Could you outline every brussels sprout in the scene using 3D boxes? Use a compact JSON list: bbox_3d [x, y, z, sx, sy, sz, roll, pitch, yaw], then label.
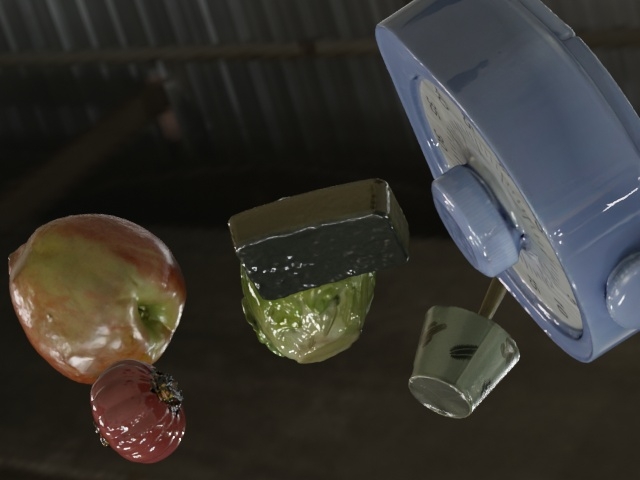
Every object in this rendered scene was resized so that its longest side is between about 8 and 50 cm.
[{"bbox_3d":[-0.020,0.053,2.654,0.244,0.244,0.244,-14,-155,7],"label":"brussels sprout"}]

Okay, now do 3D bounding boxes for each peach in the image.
[{"bbox_3d":[-0.321,0.070,2.534,0.256,0.232,0.232,17,-141,28],"label":"peach"}]

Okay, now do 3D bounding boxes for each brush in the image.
[{"bbox_3d":[0.000,0.000,2.148,0.197,0.123,0.059,-15,-128,11],"label":"brush"}]

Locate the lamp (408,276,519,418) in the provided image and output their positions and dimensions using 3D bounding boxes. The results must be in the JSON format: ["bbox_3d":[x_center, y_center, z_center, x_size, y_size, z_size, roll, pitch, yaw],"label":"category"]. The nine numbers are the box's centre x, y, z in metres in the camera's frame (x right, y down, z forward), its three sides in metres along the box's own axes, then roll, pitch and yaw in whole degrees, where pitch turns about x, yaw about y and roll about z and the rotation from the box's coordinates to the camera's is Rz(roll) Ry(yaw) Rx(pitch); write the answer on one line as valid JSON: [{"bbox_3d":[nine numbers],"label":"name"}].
[{"bbox_3d":[0.182,0.099,2.139,0.121,0.121,0.215,3,-128,38],"label":"lamp"}]

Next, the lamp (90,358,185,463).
[{"bbox_3d":[-0.181,0.169,1.829,0.092,0.107,0.107,-33,-159,16],"label":"lamp"}]

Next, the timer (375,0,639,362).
[{"bbox_3d":[0.208,-0.047,1.781,0.173,0.395,0.395,-31,-154,-6],"label":"timer"}]
